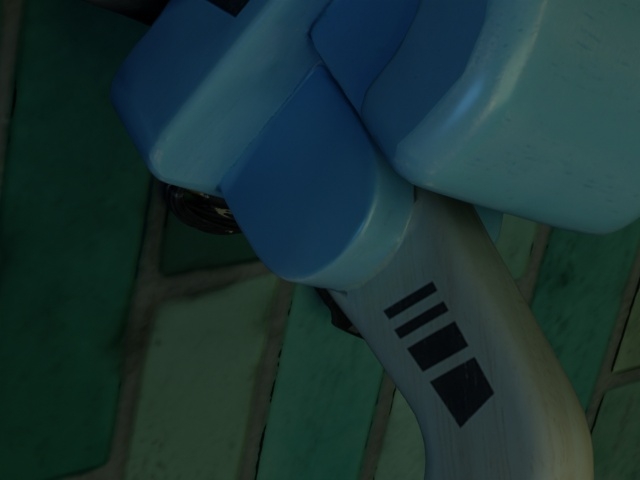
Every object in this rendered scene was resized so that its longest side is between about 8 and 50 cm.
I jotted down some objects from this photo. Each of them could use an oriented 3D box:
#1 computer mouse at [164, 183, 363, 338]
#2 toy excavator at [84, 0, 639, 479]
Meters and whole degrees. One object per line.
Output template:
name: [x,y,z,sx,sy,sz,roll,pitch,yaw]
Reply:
computer mouse: [0.000,0.000,1.145,0.071,0.041,0.242,-40,137,19]
toy excavator: [0.047,-0.018,0.856,0.222,0.445,0.433,16,123,-46]
